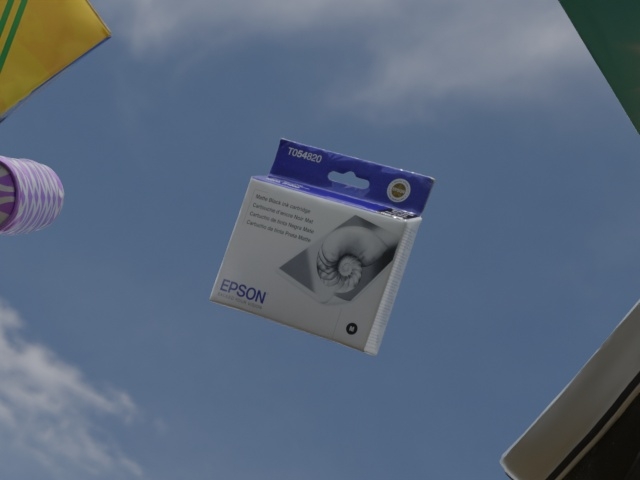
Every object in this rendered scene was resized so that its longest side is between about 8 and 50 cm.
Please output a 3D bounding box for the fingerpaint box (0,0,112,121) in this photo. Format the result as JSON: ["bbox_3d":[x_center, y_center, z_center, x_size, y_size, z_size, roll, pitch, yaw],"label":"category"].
[{"bbox_3d":[-0.441,-0.079,1.210,0.445,0.371,0.163,-20,-70,52],"label":"fingerpaint box"}]

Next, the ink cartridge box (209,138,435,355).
[{"bbox_3d":[0.000,0.000,1.667,0.223,0.224,0.045,16,-6,27],"label":"ink cartridge box"}]

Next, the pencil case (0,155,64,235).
[{"bbox_3d":[-0.333,-0.045,1.476,0.088,0.206,0.086,-13,-91,4],"label":"pencil case"}]

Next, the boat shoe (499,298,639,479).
[{"bbox_3d":[0.205,0.060,0.704,0.105,0.113,0.306,44,-53,13],"label":"boat shoe"}]

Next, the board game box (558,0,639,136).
[{"bbox_3d":[0.378,-0.212,1.288,0.254,0.079,0.336,-27,-65,24],"label":"board game box"}]
